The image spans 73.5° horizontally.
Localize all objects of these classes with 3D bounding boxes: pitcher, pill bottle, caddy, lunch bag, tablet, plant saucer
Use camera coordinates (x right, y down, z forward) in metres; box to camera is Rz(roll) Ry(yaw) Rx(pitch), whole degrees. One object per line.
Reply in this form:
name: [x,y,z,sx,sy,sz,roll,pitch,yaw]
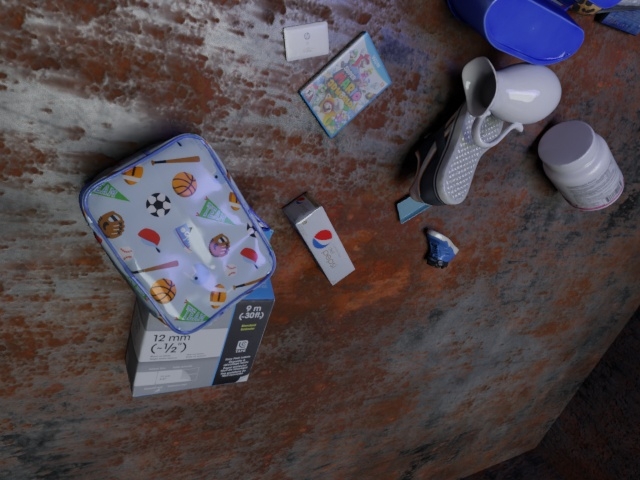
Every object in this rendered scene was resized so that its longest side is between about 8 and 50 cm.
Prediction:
pitcher: [0.400,-0.284,0.902,0.207,0.125,0.178,-5,103,-26]
pill bottle: [0.729,-0.207,1.203,0.283,0.160,0.160,27,104,-41]
caddy: [0.398,-0.488,0.801,0.341,0.179,0.241,4,141,-31]
lunch bag: [-0.220,-0.010,0.716,0.243,0.115,0.304,-38,114,-25]
tablet: [-0.024,-0.347,0.746,0.083,0.006,0.054,-20,128,-20]
plant saucer: [0.272,-0.115,1.079,0.192,0.018,0.067,-31,132,-11]

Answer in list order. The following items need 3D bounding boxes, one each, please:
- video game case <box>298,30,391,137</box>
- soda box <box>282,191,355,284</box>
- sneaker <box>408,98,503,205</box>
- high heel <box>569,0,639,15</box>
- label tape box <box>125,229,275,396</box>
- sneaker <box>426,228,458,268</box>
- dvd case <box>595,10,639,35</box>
video game case: [0.051,-0.295,0.822,0.166,0.015,0.119,-43,132,0]
soda box: [0.000,0.000,0.950,0.069,0.074,0.216,-36,132,-6]
sneaker: [0.300,-0.215,0.969,0.126,0.127,0.321,45,66,-26]
high heel: [0.632,-0.617,0.895,0.186,0.093,0.261,-1,124,5]
label tape box: [-0.236,0.141,0.874,0.249,0.115,0.348,4,119,-34]
sneaker: [0.320,0.030,1.179,0.152,0.058,0.085,32,92,-48]
dvd case: [0.795,-0.612,0.995,0.180,0.022,0.253,-3,146,-29]
